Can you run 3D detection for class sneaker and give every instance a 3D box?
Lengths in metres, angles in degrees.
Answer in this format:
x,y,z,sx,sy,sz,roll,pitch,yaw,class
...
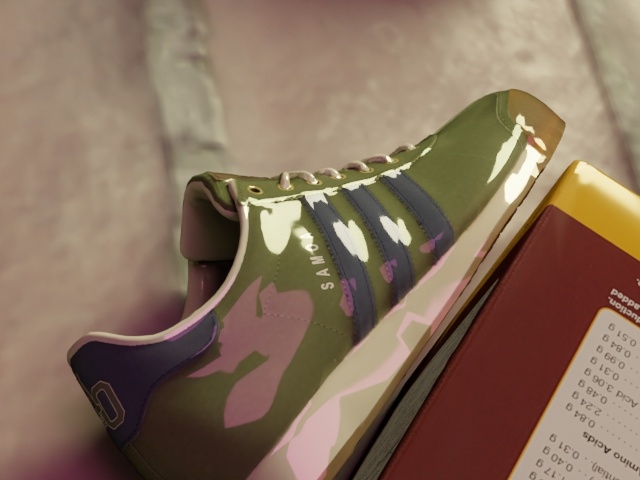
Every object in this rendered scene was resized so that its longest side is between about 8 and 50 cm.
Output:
x,y,z,sx,sy,sz,roll,pitch,yaw,class
0.000,0.000,0.470,0.086,0.064,0.192,38,56,1,sneaker

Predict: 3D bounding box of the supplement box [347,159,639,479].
x,y,z,sx,sy,sz,roll,pitch,yaw,class
0.080,0.126,0.376,0.191,0.129,0.194,34,53,3,supplement box
